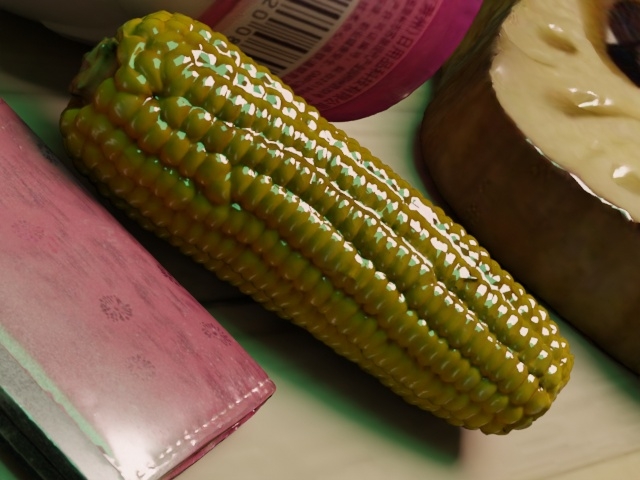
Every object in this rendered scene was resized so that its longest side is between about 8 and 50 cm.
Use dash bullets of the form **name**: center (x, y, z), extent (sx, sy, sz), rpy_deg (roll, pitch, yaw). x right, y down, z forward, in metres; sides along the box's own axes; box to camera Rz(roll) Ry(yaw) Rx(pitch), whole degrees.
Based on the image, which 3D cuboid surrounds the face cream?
- **face cream**: center (-0.044, -0.155, 0.701), extent (0.195, 0.175, 0.175), rpy_deg (16, 37, -41)

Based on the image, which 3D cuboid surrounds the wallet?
- **wallet**: center (-0.120, -0.011, 0.563), extent (0.232, 0.025, 0.119), rpy_deg (46, 29, 8)

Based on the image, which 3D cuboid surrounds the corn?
- **corn**: center (0.000, 0.000, 0.644), extent (0.231, 0.080, 0.080), rpy_deg (39, 28, -16)

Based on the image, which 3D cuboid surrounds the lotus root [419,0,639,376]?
- **lotus root**: center (0.211, -0.033, 0.925), extent (0.375, 0.111, 0.390), rpy_deg (9, 45, -43)
